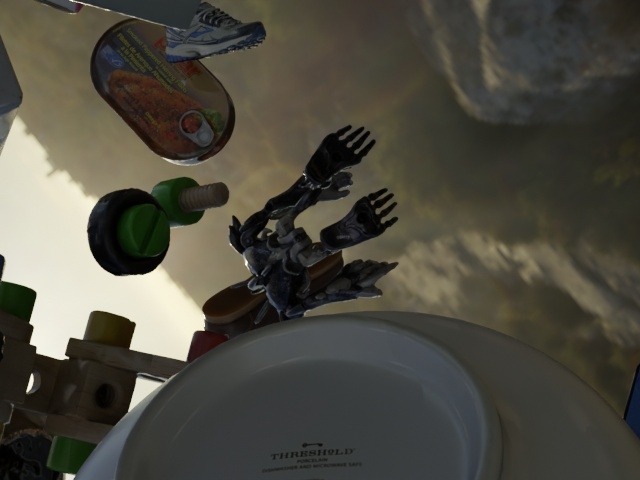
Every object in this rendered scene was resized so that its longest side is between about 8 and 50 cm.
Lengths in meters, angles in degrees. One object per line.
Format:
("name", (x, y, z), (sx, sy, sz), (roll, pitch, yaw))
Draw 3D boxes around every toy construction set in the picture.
("toy construction set", (-0.207, 0.129, 0.968), (0.237, 0.257, 0.308), (-6, 93, 43))

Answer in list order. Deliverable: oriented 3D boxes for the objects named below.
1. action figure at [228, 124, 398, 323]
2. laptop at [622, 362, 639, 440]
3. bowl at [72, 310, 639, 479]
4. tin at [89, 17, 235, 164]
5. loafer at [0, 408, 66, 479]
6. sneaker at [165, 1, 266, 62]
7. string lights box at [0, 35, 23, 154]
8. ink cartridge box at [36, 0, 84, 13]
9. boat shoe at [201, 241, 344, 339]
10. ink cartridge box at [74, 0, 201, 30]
("action figure", (0.000, 0.000, 1.465), (0.164, 0.141, 0.275), (62, 151, 12))
("laptop", (0.364, 0.214, 1.005), (0.382, 0.236, 0.408), (6, 175, 23))
("bowl", (0.007, 0.123, 0.544), (0.298, 0.298, 0.134), (45, 159, 47))
("tin", (-0.171, -0.163, 1.554), (0.189, 0.106, 0.040), (47, -174, 18))
("loafer", (-0.279, 0.288, 1.064), (0.134, 0.365, 0.130), (16, 166, -22))
("sneaker", (-0.115, -0.219, 1.473), (0.135, 0.052, 0.058), (-3, 100, 39))
("string lights box", (-0.190, -0.057, 0.559), (0.133, 0.077, 0.260), (67, 155, 9))
("ink cartridge box", (-0.132, -0.355, 0.982), (0.069, 0.175, 0.370), (20, 128, 3))
("boat shoe", (-0.056, 0.072, 1.758), (0.073, 0.207, 0.073), (31, 141, 49))
("ink cartridge box", (-0.133, -0.253, 0.751), (0.275, 0.238, 0.060), (8, -154, -49))
